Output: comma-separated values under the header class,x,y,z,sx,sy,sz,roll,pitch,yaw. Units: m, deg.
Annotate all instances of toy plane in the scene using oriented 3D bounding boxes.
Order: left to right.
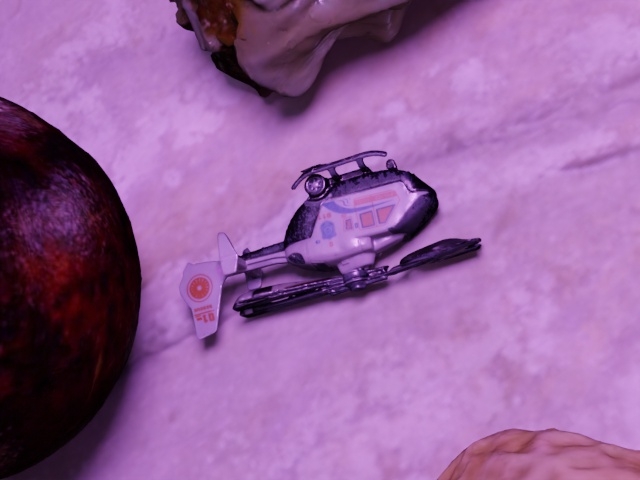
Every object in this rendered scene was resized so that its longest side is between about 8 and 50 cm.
class,x,y,z,sx,sy,sz,roll,pitch,yaw
toy plane,-0.001,-0.001,1.088,0.197,0.053,0.078,-18,72,13

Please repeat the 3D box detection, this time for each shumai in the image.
class,x,y,z,sx,sy,sz,roll,pitch,yaw
shumai,-0.017,-0.211,1.101,0.256,0.189,0.218,26,80,36

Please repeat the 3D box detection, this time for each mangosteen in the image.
class,x,y,z,sx,sy,sz,roll,pitch,yaw
mangosteen,-0.259,0.041,1.066,0.297,0.293,0.297,2,48,-2

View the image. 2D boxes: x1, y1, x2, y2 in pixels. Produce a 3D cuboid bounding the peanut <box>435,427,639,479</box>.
class,x,y,z,sx,sy,sz,roll,pitch,yaw
peanut,0.193,0.163,0.883,0.325,0.140,0.153,7,62,30
